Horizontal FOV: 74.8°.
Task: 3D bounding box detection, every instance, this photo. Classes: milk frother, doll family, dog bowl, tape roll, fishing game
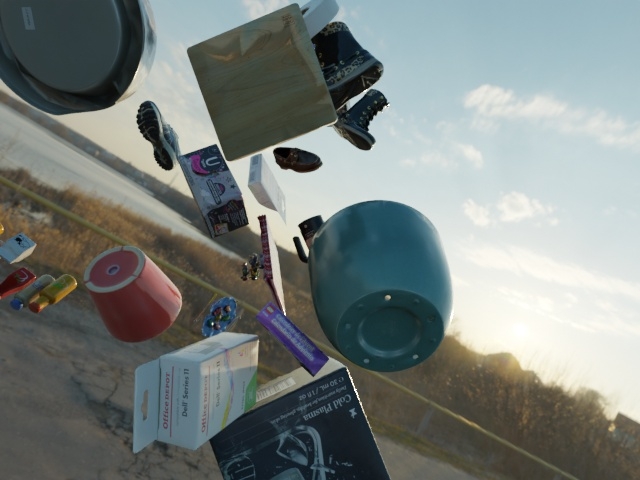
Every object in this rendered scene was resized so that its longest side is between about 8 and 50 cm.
[{"bbox_3d":[0.000,0.000,1.324,0.143,0.134,0.129,-15,-11,-45],"label":"milk frother"},{"bbox_3d":[-0.304,0.129,1.961,0.076,0.193,0.111,16,44,-32],"label":"doll family"},{"bbox_3d":[-0.492,-0.425,0.830,0.349,0.348,0.102,31,20,-3],"label":"dog bowl"},{"bbox_3d":[-0.105,-0.806,1.610,0.072,0.392,0.392,52,-16,-30],"label":"tape roll"},{"bbox_3d":[-0.396,0.313,1.681,0.041,0.189,0.264,28,-23,25],"label":"fishing game"}]

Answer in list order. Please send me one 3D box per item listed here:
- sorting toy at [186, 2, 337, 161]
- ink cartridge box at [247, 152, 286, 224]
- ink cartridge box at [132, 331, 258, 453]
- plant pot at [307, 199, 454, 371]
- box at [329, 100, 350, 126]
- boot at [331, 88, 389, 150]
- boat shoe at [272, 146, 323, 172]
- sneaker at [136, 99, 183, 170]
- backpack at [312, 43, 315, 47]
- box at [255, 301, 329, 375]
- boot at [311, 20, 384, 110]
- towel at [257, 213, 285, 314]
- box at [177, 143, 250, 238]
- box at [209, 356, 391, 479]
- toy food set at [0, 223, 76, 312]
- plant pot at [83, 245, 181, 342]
[{"bbox_3d":[-0.121,-0.333,0.924,0.089,0.257,0.255,-44,115,-83],"label":"sorting toy"},{"bbox_3d":[-0.194,-0.181,1.548,0.181,0.056,0.224,-96,166,-46],"label":"ink cartridge box"},{"bbox_3d":[-0.291,0.369,1.045,0.119,0.207,0.353,3,2,20],"label":"ink cartridge box"},{"bbox_3d":[0.116,0.101,0.798,0.293,0.293,0.235,33,24,-15],"label":"plant pot"},{"bbox_3d":[0.009,-0.677,1.951,0.243,0.076,0.307,6,-37,15],"label":"box"},{"bbox_3d":[0.143,-0.377,1.279,0.085,0.179,0.236,49,0,-36],"label":"boot"},{"bbox_3d":[-0.082,-0.267,1.363,0.207,0.073,0.073,12,-39,43],"label":"boat shoe"},{"bbox_3d":[-0.654,-0.437,1.725,0.110,0.122,0.283,-1,-61,21],"label":"sneaker"},{"bbox_3d":[-0.079,-0.542,1.187,0.101,0.098,0.120,42,5,-27],"label":"backpack"},{"bbox_3d":[-0.072,0.276,1.127,0.201,0.057,0.293,42,-15,11],"label":"box"},{"bbox_3d":[0.012,-0.640,1.575,0.284,0.377,0.138,63,7,21],"label":"boot"},{"bbox_3d":[-0.149,0.075,1.271,0.198,0.031,0.274,78,-1,-46],"label":"towel"},{"bbox_3d":[-0.344,-0.164,1.362,0.247,0.142,0.163,58,-17,29],"label":"box"},{"bbox_3d":[-0.071,0.719,1.412,0.297,0.480,0.471,150,-81,-76],"label":"box"},{"bbox_3d":[-0.668,0.067,0.902,0.232,0.111,0.104,44,30,-11],"label":"toy food set"},{"bbox_3d":[-0.642,0.168,1.411,0.275,0.275,0.243,28,-33,29],"label":"plant pot"}]
